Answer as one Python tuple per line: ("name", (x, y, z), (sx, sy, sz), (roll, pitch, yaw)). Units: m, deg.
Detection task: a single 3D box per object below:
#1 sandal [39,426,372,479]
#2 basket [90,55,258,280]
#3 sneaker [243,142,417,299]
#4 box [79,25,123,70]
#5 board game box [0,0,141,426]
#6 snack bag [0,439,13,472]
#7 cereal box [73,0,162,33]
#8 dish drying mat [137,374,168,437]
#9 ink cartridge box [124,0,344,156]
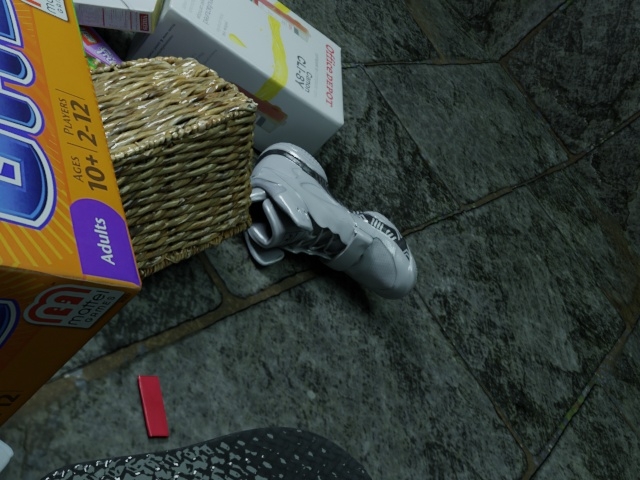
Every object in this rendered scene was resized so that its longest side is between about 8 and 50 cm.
("sandal", (-0.129, 0.317, 0.912), (0.446, 0.107, 0.167), (7, 53, -31))
("basket", (-0.260, -0.100, 1.058), (0.299, 0.223, 0.213), (-29, 52, -35))
("sneaker", (0.000, 0.000, 1.330), (0.366, 0.137, 0.210), (43, 34, -2))
("box", (-0.340, -0.197, 1.184), (0.293, 0.057, 0.201), (48, 33, -3))
("board game box", (-0.419, -0.036, 0.608), (0.356, 0.356, 0.356), (14, 44, -45))
("snack bag", (-0.472, 0.198, 0.663), (0.323, 0.037, 0.342), (46, 33, -7))
("cereal box", (-0.378, -0.411, 1.252), (0.240, 0.047, 0.173), (5, 44, -6))
("dish drying mat", (-0.214, 0.212, 0.980), (0.032, 0.008, 0.083), (13, 47, -44))
("ink cartridge box", (-0.146, -0.352, 1.471), (0.385, 0.160, 0.279), (31, 38, -27))
